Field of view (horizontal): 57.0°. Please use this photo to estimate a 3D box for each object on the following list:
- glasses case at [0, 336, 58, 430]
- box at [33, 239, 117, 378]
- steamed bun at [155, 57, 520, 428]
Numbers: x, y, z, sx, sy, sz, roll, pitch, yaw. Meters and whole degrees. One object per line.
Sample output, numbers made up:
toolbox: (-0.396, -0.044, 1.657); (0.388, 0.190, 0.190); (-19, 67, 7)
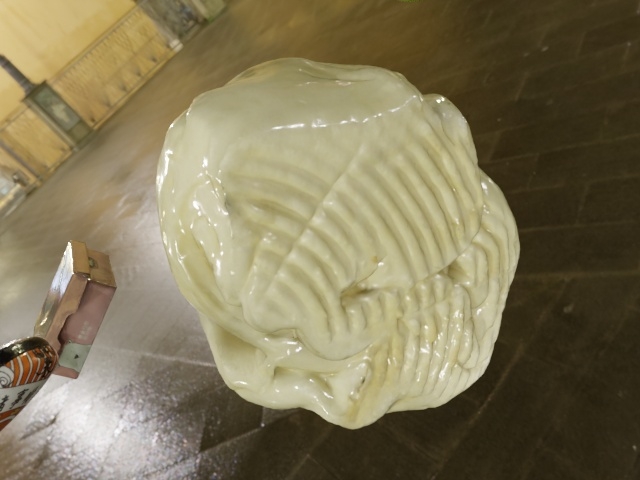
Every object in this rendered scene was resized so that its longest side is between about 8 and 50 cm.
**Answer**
glasses case: (-0.373, 0.194, 0.578); (0.266, 0.067, 0.103); (-41, -2, 0)
box: (-0.487, 0.133, 1.160); (0.215, 0.086, 0.215); (-66, 28, 6)
steamed bun: (0.000, -0.003, 0.493); (0.203, 0.289, 0.276); (29, 112, 58)
